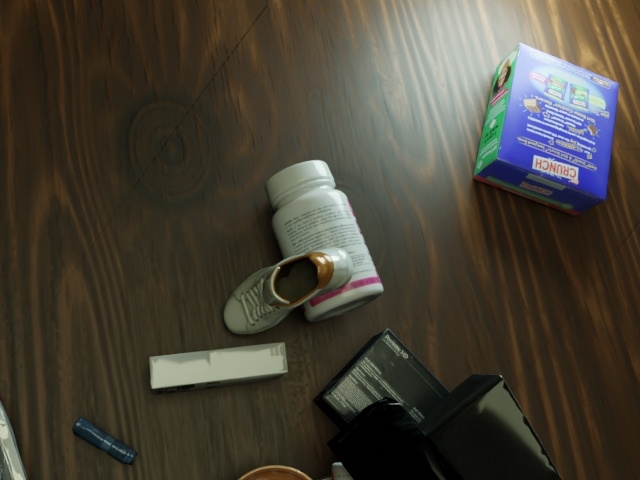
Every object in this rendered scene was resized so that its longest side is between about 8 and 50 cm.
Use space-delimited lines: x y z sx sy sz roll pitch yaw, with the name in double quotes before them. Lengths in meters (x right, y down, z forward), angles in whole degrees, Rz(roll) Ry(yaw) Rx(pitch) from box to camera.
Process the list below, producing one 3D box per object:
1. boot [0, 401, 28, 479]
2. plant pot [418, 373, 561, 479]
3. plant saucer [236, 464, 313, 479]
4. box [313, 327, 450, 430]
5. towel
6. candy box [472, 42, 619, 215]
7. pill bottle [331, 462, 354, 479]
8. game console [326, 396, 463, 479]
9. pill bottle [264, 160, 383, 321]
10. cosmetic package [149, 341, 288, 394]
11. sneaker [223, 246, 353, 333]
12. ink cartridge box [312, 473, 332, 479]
"boot" -0.544 0.352 1.131 0.086 0.069 0.190 -19 79 -22
"plant pot" 0.261 0.351 1.171 0.166 0.188 0.188 -29 82 -8
"plant saucer" -0.079 0.481 1.153 0.199 0.037 0.200 4 71 -11
"box" 0.145 0.326 1.293 0.261 0.103 0.184 46 71 4
"towel" -0.369 0.345 1.178 0.119 0.067 0.029 33 65 -2
"candy box" 0.517 -0.250 1.572 0.268 0.122 0.317 20 67 -8
"pill bottle" 0.075 0.471 1.154 0.108 0.108 0.194 2 72 -13
"game console" 0.042 0.436 1.093 0.361 0.044 0.213 -42 66 1
"pill bottle" 0.000 0.000 1.337 0.160 0.160 0.283 -17 77 -19
"cosmetic package" -0.186 0.232 1.247 0.238 0.099 0.061 -4 75 -15
"sneaker" -0.088 0.088 1.226 0.123 0.290 0.106 -3 65 -58
"ink cartridge box" -0.011 0.484 1.222 0.209 0.062 0.109 -11 75 -17
